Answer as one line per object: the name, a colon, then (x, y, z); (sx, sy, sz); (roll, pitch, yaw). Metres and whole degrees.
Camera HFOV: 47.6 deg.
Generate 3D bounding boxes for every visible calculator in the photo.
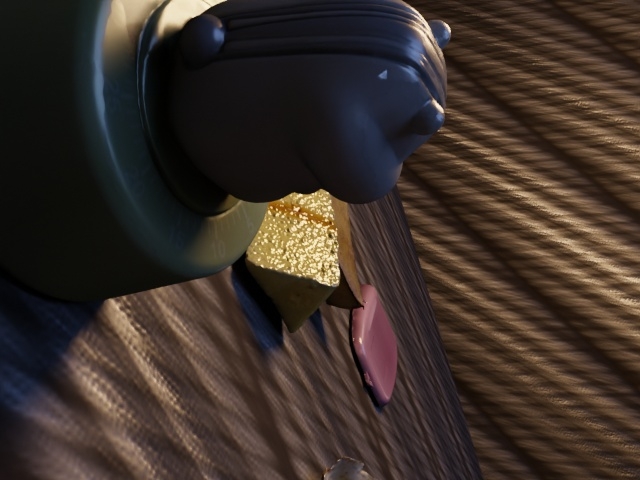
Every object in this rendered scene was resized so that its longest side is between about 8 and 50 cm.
calculator: (0.116, 0.215, 1.519); (0.294, 0.043, 0.194); (-73, 142, -66)

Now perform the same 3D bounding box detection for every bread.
bread: (-0.044, -0.007, 1.072); (0.266, 0.141, 0.178); (-94, 175, -45)

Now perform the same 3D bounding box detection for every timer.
timer: (-0.061, -0.101, 0.537); (0.290, 0.315, 0.291); (-2, 90, -67)

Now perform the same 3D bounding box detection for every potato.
potato: (0.000, 0.000, 1.243); (0.138, 0.098, 0.243); (36, 43, -62)

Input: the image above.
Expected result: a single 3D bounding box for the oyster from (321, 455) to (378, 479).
oyster: (0.064, 0.402, 0.995); (0.232, 0.107, 0.162); (35, 46, -39)
